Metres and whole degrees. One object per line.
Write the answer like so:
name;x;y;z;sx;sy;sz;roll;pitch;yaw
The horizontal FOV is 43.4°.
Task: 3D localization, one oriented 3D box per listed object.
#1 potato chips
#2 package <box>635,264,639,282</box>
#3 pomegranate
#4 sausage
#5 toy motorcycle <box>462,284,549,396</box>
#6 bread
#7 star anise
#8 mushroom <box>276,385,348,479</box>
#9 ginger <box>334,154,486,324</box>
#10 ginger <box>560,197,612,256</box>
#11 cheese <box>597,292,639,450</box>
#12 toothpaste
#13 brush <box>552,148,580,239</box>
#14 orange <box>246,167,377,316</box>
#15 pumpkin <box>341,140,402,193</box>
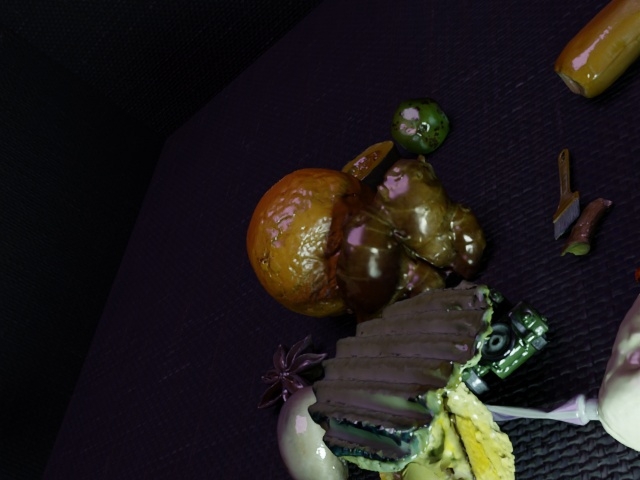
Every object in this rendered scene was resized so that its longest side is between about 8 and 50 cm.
potato chips;0.123;0.207;1.334;0.358;0.070;0.429;-53;18;-22
package;0.593;-0.031;1.167;0.288;0.108;0.223;-4;58;53
pomegranate;0.238;-0.300;2.012;0.143;0.122;0.169;-46;30;22
sausage;0.618;-0.439;1.581;0.354;0.116;0.134;-47;14;8
toy motorcycle;0.278;0.159;1.423;0.205;0.127;0.275;-44;25;9
bread;0.196;0.366;1.295;0.204;0.162;0.262;-31;56;35
star anise;-0.060;0.306;1.855;0.212;0.073;0.197;-5;59;53
mushroom;0.026;0.375;1.552;0.215;0.207;0.207;-16;33;0
ginger;0.167;0.027;1.624;0.357;0.274;0.152;-51;7;0
ginger;0.468;-0.018;1.422;0.044;0.057;0.137;26;67;19
cheese;0.483;0.184;1.034;0.248;0.173;0.251;-49;33;7
toothpaste;0.323;0.272;1.294;0.301;0.075;0.048;-12;59;46
brush;0.464;-0.101;1.527;0.082;0.010;0.218;120;168;-47
orange;0.000;0.000;1.828;0.341;0.340;0.293;-51;18;7
pumpkin;0.131;-0.157;2.058;0.217;0.110;0.217;-45;16;17
